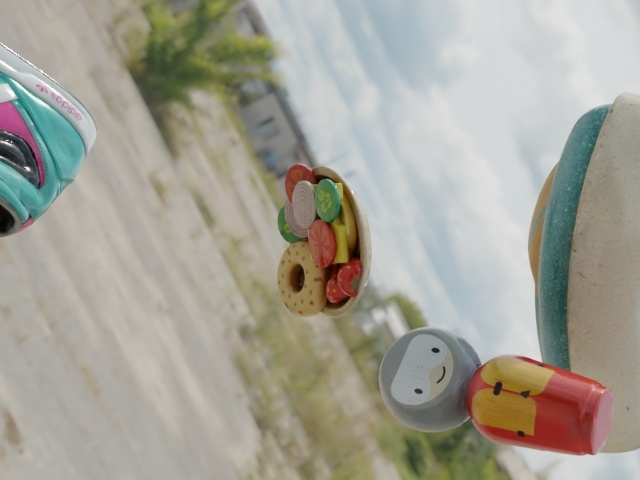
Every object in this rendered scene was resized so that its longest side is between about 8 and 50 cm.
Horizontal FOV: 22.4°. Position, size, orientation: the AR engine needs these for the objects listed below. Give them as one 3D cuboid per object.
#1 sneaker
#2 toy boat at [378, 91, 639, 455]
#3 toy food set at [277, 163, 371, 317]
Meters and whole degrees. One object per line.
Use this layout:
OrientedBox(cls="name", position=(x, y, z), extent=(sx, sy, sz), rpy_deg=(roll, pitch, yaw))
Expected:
OrientedBox(cls="sneaker", position=(-0.343, -0.096, 1.353), extent=(0.295, 0.124, 0.178), rpy_deg=(32, 51, -19))
OrientedBox(cls="toy boat", position=(0.170, 0.043, 1.104), extent=(0.318, 0.148, 0.267), rpy_deg=(-38, 132, -50))
OrientedBox(cls="toy food set", position=(0.000, 0.000, 0.852), extent=(0.083, 0.020, 0.082), rpy_deg=(-1, -85, 61))
